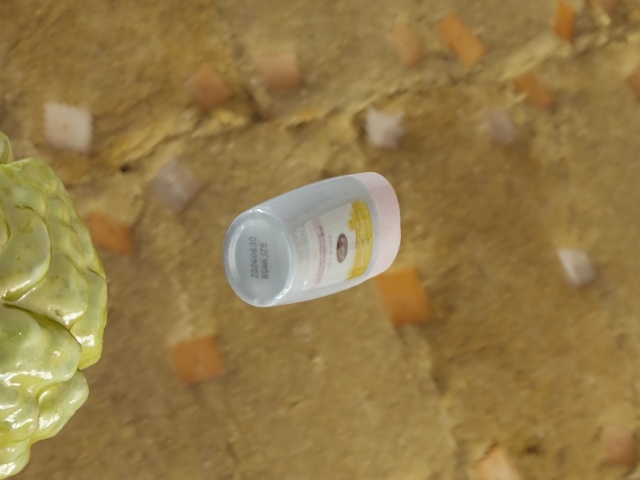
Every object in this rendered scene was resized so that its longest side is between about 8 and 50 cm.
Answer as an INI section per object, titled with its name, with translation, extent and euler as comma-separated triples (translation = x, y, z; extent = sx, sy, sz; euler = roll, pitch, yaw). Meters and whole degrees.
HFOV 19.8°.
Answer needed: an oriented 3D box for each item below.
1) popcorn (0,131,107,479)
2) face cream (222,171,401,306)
[popcorn]
translation = -0.250, 0.031, 0.994
extent = 0.270, 0.257, 0.224
euler = 59, -147, -35
[face cream]
translation = 0.000, 0.000, 1.318
extent = 0.198, 0.057, 0.084
euler = -18, -71, -62
